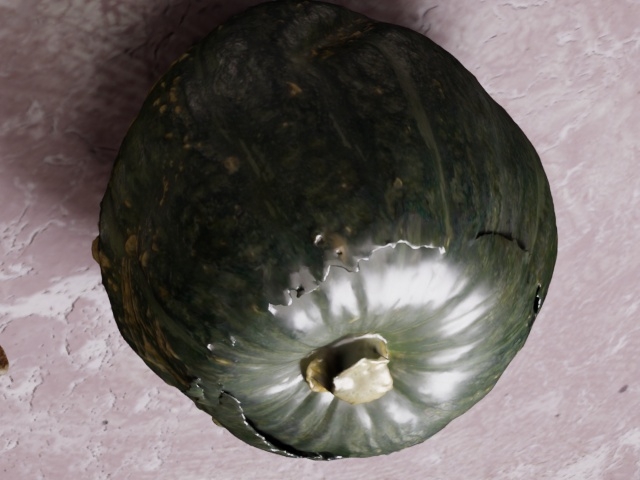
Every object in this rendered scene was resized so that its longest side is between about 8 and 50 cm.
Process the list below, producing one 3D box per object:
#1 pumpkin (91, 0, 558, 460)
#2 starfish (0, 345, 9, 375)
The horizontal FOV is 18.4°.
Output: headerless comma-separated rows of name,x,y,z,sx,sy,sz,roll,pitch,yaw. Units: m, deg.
pumpkin,0.000,0.000,1.313,0.291,0.257,0.327,-40,137,24
starfish,-0.327,0.066,1.294,0.303,0.113,0.312,-44,138,19
